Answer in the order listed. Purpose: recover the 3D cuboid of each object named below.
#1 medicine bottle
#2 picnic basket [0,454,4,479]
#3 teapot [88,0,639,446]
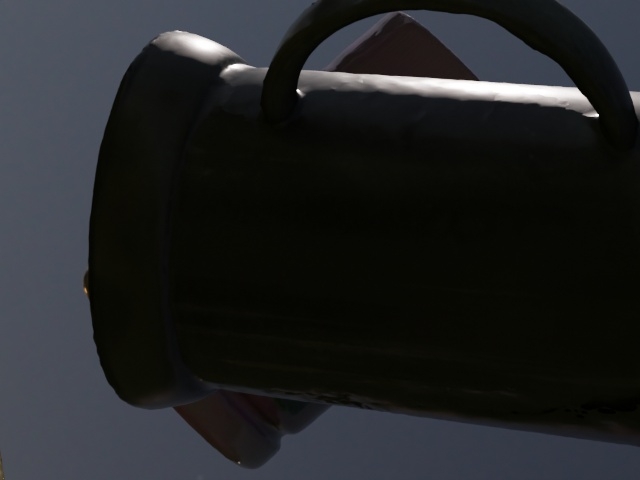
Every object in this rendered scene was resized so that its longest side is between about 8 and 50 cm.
[{"bbox_3d":[0.000,0.000,1.142,0.212,0.325,0.212,50,0,0],"label":"medicine bottle"},{"bbox_3d":[-0.236,0.230,0.622,0.313,0.175,0.228,-121,-134,-57],"label":"picnic basket"},{"bbox_3d":[0.072,-0.015,0.718,0.337,0.200,0.270,6,-46,15],"label":"teapot"}]
